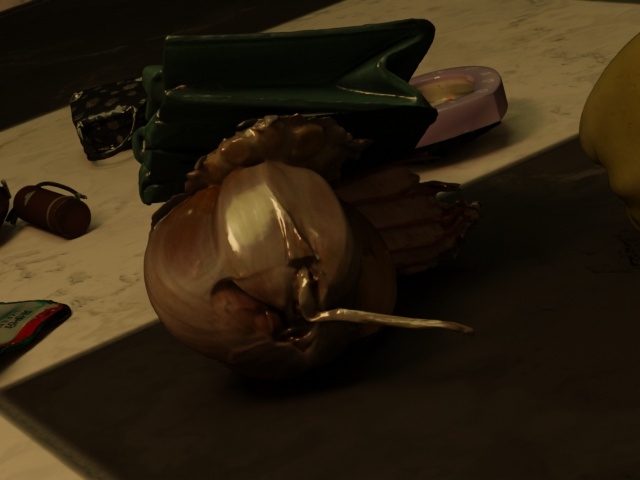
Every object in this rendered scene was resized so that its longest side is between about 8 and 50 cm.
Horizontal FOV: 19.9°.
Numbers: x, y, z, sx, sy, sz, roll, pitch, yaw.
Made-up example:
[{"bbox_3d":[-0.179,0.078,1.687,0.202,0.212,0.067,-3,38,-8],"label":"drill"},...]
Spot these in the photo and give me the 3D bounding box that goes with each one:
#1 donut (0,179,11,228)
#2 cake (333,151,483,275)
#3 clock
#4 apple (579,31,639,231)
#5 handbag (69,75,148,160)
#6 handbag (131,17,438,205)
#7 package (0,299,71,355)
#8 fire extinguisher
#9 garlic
[{"bbox_3d":[-0.475,-0.022,2.019,0.270,0.103,0.269,-14,20,5],"label":"donut"},{"bbox_3d":[-0.003,0.003,1.546,0.287,0.098,0.135,-15,7,24],"label":"cake"},{"bbox_3d":[0.117,-0.121,1.869,0.172,0.064,0.198,1,25,43],"label":"clock"},{"bbox_3d":[0.306,-0.091,1.426,0.200,0.200,0.200,-15,18,5],"label":"apple"},{"bbox_3d":[-0.255,-0.134,2.250,0.115,0.072,0.139,-11,31,9],"label":"handbag"},{"bbox_3d":[-0.037,-0.096,1.552,0.238,0.089,0.326,-4,-11,-9],"label":"handbag"},{"bbox_3d":[-0.363,0.090,1.695,0.232,0.040,0.166,-5,20,29],"label":"package"},{"bbox_3d":[-0.301,-0.036,2.007,0.064,0.043,0.158,-58,31,-9],"label":"fire extinguisher"},{"bbox_3d":[0.000,0.000,1.378,0.257,0.207,0.207,-4,21,42],"label":"garlic"}]
